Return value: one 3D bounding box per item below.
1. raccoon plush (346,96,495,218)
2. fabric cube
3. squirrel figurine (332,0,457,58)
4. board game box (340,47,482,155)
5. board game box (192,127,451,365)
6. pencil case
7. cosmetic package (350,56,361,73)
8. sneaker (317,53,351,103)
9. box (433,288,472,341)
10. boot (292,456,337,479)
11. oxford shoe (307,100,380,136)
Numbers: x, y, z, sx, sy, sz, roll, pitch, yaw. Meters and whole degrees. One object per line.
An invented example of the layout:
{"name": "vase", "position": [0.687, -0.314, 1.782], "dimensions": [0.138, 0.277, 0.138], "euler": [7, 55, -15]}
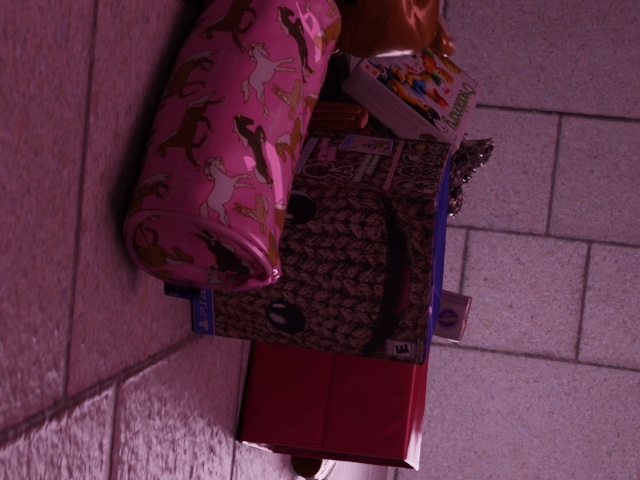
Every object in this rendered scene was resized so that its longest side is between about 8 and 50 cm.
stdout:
{"name": "raccoon plush", "position": [0.131, -0.056, 1.899], "dimensions": [0.216, 0.299, 0.446], "euler": [-50, -156, 44]}
{"name": "fabric cube", "position": [0.034, 0.212, 1.856], "dimensions": [0.254, 0.259, 0.258], "euler": [55, 41, -74]}
{"name": "squirrel figurine", "position": [0.070, -0.379, 1.502], "dimensions": [0.397, 0.281, 0.370], "euler": [107, -22, -72]}
{"name": "board game box", "position": [0.150, -0.241, 1.860], "dimensions": [0.053, 0.193, 0.305], "euler": [-48, -174, 28]}
{"name": "board game box", "position": [0.000, 0.000, 1.421], "dimensions": [0.141, 0.291, 0.232], "euler": [-66, 159, -56]}
{"name": "pencil case", "position": [-0.085, -0.126, 1.255], "dimensions": [0.167, 0.160, 0.386], "euler": [81, 18, -54]}
{"name": "cosmetic package", "position": [0.066, -0.262, 2.266], "dimensions": [0.239, 0.061, 0.098], "euler": [-68, 161, -56]}
{"name": "sneaker", "position": [0.011, -0.352, 1.854], "dimensions": [0.129, 0.111, 0.297], "euler": [-82, -177, -70]}
{"name": "box", "position": [0.043, 0.066, 1.616], "dimensions": [0.067, 0.324, 0.063], "euler": [4, 100, -80]}
{"name": "boot", "position": [0.005, 0.369, 2.293], "dimensions": [0.165, 0.077, 0.213], "euler": [70, 34, -67]}
{"name": "oxford shoe", "position": [0.002, -0.107, 1.655], "dimensions": [0.397, 0.141, 0.146], "euler": [-105, -164, -70]}
